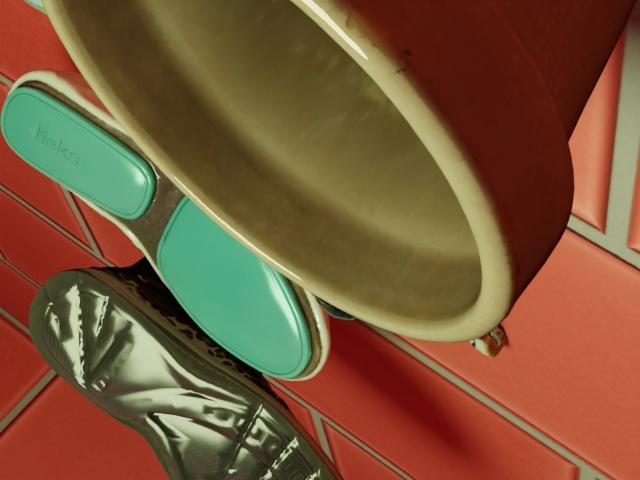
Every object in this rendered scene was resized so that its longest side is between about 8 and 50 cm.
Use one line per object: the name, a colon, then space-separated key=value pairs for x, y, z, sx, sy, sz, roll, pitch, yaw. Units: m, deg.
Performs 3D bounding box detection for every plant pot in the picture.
plant pot: x=0.042 y=-0.122 z=0.604 sx=0.263 sy=0.229 sz=0.263 roll=37 pitch=160 yaw=16

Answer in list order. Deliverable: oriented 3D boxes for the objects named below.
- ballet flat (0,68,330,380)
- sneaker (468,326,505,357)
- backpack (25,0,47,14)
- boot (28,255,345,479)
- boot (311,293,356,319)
ballet flat: x=-0.122 y=-0.035 z=1.267 sx=0.400 sy=0.139 sz=0.139 roll=40 pitch=160 yaw=12
sneaker: x=0.127 y=0.068 z=1.132 sx=0.037 sy=0.032 sz=0.083 roll=26 pitch=154 yaw=37
backpack: x=-0.213 y=-0.235 z=1.066 sx=0.114 sy=0.084 sz=0.105 roll=34 pitch=157 yaw=29
boot: x=-0.088 y=0.143 z=1.354 sx=0.377 sy=0.138 sz=0.284 roll=39 pitch=-163 yaw=4
boot: x=0.000 y=0.000 z=1.118 sx=0.219 sy=0.106 sz=0.082 roll=11 pitch=144 yaw=55
